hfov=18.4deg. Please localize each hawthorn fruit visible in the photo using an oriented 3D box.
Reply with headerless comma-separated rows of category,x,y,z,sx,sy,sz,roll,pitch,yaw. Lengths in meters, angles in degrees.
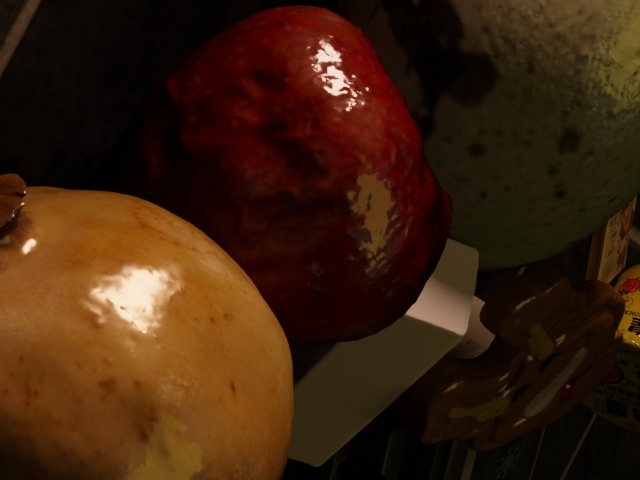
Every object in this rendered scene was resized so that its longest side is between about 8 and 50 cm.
hawthorn fruit,-0.051,-0.023,1.345,0.266,0.230,0.210,-25,-175,9

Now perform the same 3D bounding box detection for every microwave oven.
microwave oven,0.095,0.180,1.820,0.145,0.194,0.240,-24,135,-46

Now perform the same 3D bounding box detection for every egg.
egg,0.147,-0.144,1.490,0.287,0.287,0.379,-36,156,-44

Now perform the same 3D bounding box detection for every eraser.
eraser,0.024,0.087,1.546,0.298,0.078,0.076,130,-25,-56

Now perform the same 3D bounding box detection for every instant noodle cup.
instant noodle cup,0.394,0.122,2.348,0.144,0.182,0.182,-58,156,-31

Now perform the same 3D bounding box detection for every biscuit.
biscuit,0.176,0.103,1.612,0.186,0.044,0.295,-48,156,16

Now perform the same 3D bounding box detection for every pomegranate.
pomegranate,-0.159,0.104,1.167,0.307,0.307,0.307,-43,148,-35

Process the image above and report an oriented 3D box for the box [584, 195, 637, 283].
box,0.337,-0.009,2.276,0.073,0.020,0.149,-41,147,-37
